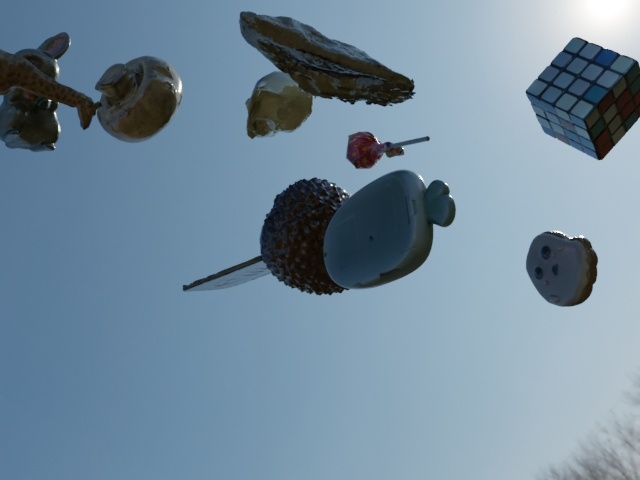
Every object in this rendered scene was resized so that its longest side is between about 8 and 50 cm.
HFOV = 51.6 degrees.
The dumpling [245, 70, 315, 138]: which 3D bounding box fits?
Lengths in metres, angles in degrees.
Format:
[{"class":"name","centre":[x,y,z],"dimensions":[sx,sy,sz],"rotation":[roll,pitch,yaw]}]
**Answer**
[{"class":"dumpling","centre":[-0.104,-0.336,1.694],"dimensions":[0.258,0.147,0.193],"rotation":[-29,-27,-44]}]

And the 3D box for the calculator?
[{"class":"calculator","centre":[0.105,-0.019,1.120],"dimensions":[0.041,0.186,0.298],"rotation":[13,-27,-37]}]

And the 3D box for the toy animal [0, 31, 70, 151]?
[{"class":"toy animal","centre":[-0.568,-0.306,1.307],"dimensions":[0.125,0.127,0.252],"rotation":[61,-145,-77]}]

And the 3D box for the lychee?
[{"class":"lychee","centre":[0.000,0.000,1.460],"dimensions":[0.267,0.267,0.268],"rotation":[-25,-39,-23]}]

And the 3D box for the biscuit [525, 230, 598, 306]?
[{"class":"biscuit","centre":[0.563,0.067,1.577],"dimensions":[0.049,0.208,0.181],"rotation":[-5,-74,-26]}]

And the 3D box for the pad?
[{"class":"pad","centre":[-0.208,0.092,1.858],"dimensions":[0.283,0.018,0.286],"rotation":[-21,-10,18]}]

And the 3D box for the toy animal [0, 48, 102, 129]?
[{"class":"toy animal","centre":[-0.483,-0.237,1.015],"dimensions":[0.275,0.054,0.149],"rotation":[-7,-84,-14]}]

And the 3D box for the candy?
[{"class":"candy","centre":[0.202,-0.284,1.988],"dimensions":[0.124,0.365,0.124],"rotation":[1,-91,-32]}]

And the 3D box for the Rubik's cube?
[{"class":"Rubik's cube","centre":[0.533,-0.283,1.324],"dimensions":[0.155,0.154,0.151],"rotation":[-50,-43,2]}]

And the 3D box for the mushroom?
[{"class":"mushroom","centre":[-0.321,-0.253,1.162],"dimensions":[0.166,0.166,0.127],"rotation":[-43,-40,1]}]

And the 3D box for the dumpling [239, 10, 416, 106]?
[{"class":"dumpling","centre":[0.012,-0.328,1.203],"dimensions":[0.166,0.332,0.086],"rotation":[137,156,-78]}]
